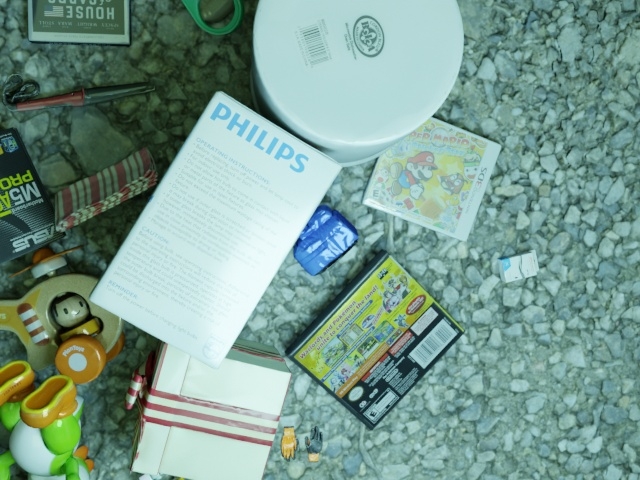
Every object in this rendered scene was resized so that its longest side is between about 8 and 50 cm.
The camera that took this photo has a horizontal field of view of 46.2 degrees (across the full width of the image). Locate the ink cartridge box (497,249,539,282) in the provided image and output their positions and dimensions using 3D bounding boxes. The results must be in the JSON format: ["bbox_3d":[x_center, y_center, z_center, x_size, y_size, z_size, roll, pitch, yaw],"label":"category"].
[{"bbox_3d":[0.405,0.051,1.518,0.083,0.028,0.048,-14,97,-7],"label":"ink cartridge box"}]

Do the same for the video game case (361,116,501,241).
[{"bbox_3d":[0.219,-0.131,1.475,0.227,0.026,0.206,20,92,-9],"label":"video game case"}]

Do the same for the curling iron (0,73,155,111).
[{"bbox_3d":[-0.439,-0.272,1.359,0.274,0.035,0.068,-4,96,-8],"label":"curling iron"}]

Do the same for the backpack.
[{"bbox_3d":[0.000,0.000,1.422,0.101,0.098,0.120,44,100,-4],"label":"backpack"}]

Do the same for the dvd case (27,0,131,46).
[{"bbox_3d":[-0.432,-0.473,1.346,0.179,0.029,0.238,0,95,-8],"label":"dvd case"}]

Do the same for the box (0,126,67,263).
[{"bbox_3d":[-0.601,-0.051,1.271,0.270,0.060,0.216,-29,99,-42],"label":"box"}]

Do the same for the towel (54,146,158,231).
[{"bbox_3d":[-0.384,-0.096,1.331,0.197,0.144,0.029,-28,122,-5],"label":"towel"}]

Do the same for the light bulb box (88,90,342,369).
[{"bbox_3d":[-0.178,-0.029,1.258,0.225,0.358,0.361,31,89,-12],"label":"light bulb box"}]

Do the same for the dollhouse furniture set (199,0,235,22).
[{"bbox_3d":[-0.136,-0.560,1.364,0.301,0.151,0.197,-34,93,25],"label":"dollhouse furniture set"}]

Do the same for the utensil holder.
[{"bbox_3d":[0.045,-0.293,1.240,0.328,0.385,0.327,0,93,-5],"label":"utensil holder"}]

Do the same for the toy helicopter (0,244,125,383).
[{"bbox_3d":[-0.526,0.116,1.339,0.355,0.140,0.234,2,101,3],"label":"toy helicopter"}]

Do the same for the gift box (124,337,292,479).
[{"bbox_3d":[-0.219,0.304,1.336,0.258,0.255,0.276,17,86,-11],"label":"gift box"}]

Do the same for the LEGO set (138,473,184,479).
[{"bbox_3d":[-0.259,0.559,1.414,0.107,0.132,0.287,-34,77,1],"label":"LEGO set"}]

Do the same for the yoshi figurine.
[{"bbox_3d":[-0.497,0.400,1.290,0.203,0.203,0.362,-9,124,-15],"label":"yoshi figurine"}]

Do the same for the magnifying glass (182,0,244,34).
[{"bbox_3d":[-0.237,-0.447,1.337,0.231,0.026,0.092,33,115,8],"label":"magnifying glass"}]

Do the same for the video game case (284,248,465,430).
[{"bbox_3d":[0.110,0.196,1.462,0.275,0.035,0.248,-46,111,-2],"label":"video game case"}]

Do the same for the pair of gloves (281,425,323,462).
[{"bbox_3d":[-0.037,0.406,1.494,0.083,0.010,0.074,3,94,-10],"label":"pair of gloves"}]
